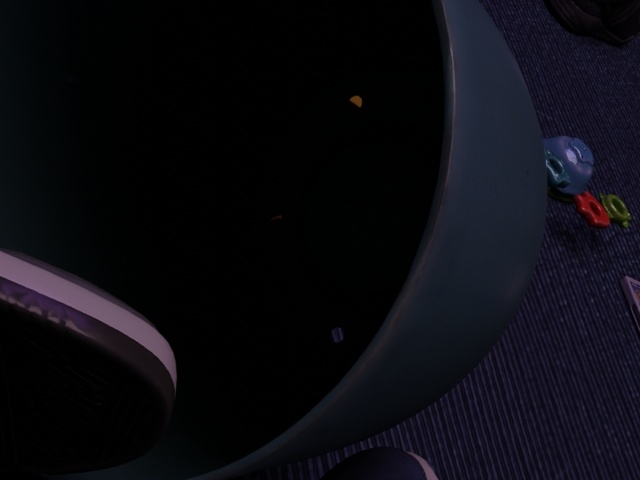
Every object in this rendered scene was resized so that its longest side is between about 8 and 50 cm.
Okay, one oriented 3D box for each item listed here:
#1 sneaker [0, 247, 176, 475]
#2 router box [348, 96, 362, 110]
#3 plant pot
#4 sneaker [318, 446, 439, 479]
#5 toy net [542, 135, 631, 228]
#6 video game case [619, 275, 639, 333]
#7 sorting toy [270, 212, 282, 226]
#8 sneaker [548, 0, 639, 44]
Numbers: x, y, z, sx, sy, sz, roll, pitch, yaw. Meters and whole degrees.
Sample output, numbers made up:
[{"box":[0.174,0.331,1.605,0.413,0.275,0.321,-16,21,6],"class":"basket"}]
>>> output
[{"box":[-0.190,-0.020,0.497,0.295,0.124,0.178,19,40,-8],"class":"sneaker"},{"box":[-0.008,-0.182,0.965,0.243,0.081,0.309,30,37,-28],"class":"router box"},{"box":[-0.022,-0.027,0.612,0.235,0.293,0.293,15,44,-60],"class":"plant pot"},{"box":[-0.057,0.153,0.503,0.148,0.131,0.350,53,32,-3],"class":"sneaker"},{"box":[0.193,-0.057,1.121,0.232,0.045,0.122,4,55,-47],"class":"toy net"},{"box":[0.328,0.096,1.151,0.087,0.011,0.122,22,41,-36],"class":"video game case"},{"box":[0.000,0.000,0.804,0.102,0.061,0.042,14,42,-11],"class":"sorting toy"},{"box":[0.388,-0.319,1.554,0.227,0.130,0.087,-2,59,-54],"class":"sneaker"}]
